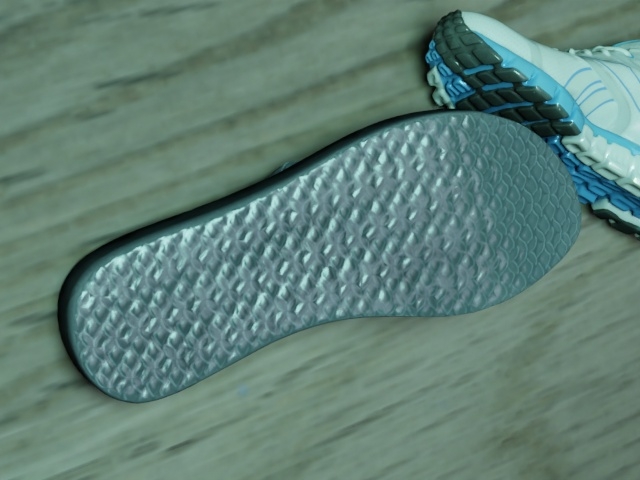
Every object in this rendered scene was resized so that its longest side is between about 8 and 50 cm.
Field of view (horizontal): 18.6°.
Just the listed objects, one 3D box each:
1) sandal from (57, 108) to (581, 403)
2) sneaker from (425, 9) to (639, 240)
[{"bbox_3d":[-0.001,-0.001,0.904,0.255,0.054,0.097,-15,101,-16],"label":"sandal"},{"bbox_3d":[0.130,-0.072,0.964,0.191,0.071,0.083,32,67,-31],"label":"sneaker"}]
